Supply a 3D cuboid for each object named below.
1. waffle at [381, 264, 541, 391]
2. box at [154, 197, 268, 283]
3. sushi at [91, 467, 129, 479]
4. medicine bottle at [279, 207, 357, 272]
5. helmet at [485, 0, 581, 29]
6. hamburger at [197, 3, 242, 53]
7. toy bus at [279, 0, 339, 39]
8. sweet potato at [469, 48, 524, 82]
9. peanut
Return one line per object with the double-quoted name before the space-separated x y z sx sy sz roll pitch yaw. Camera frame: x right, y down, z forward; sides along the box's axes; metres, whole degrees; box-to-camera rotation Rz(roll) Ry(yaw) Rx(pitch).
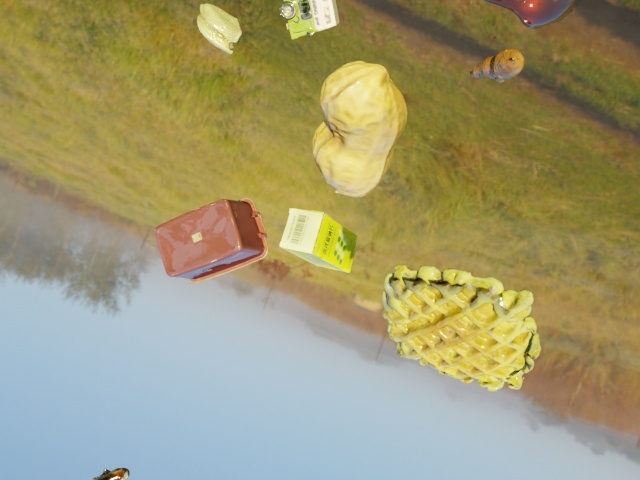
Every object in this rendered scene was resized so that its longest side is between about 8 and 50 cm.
"waffle" 0.175 0.112 0.779 0.214 0.054 0.207 14 141 29
"box" -0.316 -0.003 1.718 0.294 0.193 0.167 -21 169 15
"sushi" -0.439 0.491 1.238 0.044 0.083 0.046 63 -177 12
"medicine bottle" 0.000 0.000 1.930 0.141 0.137 0.250 12 170 34
"helmet" 0.420 -0.521 1.157 0.193 0.189 0.216 2 122 50
"hamburger" -0.207 -0.431 1.198 0.084 0.054 0.121 21 -144 -27
"toy bus" -0.048 -0.686 1.554 0.139 0.301 0.113 -8 -157 12
"sweet potato" 0.394 -0.379 1.320 0.068 0.068 0.226 22 -176 -13
"peanut" 0.060 -0.177 0.980 0.147 0.147 0.305 21 153 2
